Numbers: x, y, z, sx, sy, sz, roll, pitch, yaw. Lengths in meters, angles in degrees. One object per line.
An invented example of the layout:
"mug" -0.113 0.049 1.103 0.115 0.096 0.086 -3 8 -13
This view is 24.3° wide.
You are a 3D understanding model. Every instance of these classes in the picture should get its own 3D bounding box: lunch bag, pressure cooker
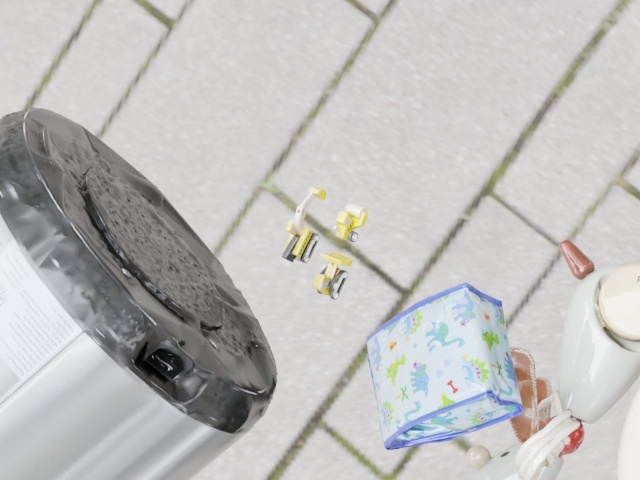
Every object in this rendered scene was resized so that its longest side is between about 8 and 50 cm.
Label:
"lunch bag" 0.118 0.134 1.513 0.151 0.096 0.129 -25 58 28
"pressure cooker" -0.302 0.130 1.352 0.420 0.375 0.370 -41 44 9

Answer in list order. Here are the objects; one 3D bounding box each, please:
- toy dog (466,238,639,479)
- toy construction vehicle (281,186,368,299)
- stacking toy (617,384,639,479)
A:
"toy dog" 0.262 0.131 1.636 0.161 0.220 0.333 39 71 21
"toy construction vehicle" 0.000 0.000 1.504 0.086 0.035 0.098 25 89 45
"stacking toy" 0.570 0.248 1.628 0.350 0.480 0.350 -3 85 35
